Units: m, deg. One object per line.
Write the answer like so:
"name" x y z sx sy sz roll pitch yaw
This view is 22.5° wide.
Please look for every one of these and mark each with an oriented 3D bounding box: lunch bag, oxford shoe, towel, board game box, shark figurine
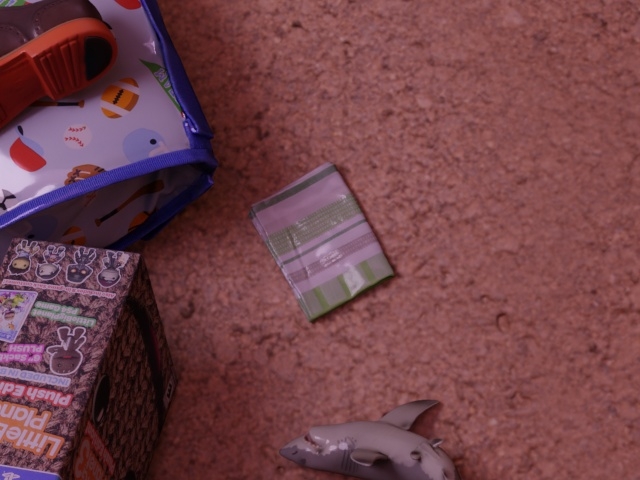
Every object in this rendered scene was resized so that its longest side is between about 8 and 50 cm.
"lunch bag" -0.327 -0.128 1.760 0.385 0.239 0.328 -28 70 10
"oxford shoe" -0.344 -0.171 1.624 0.271 0.097 0.098 -22 54 -12
"towel" 0.000 0.000 1.773 0.113 0.023 0.152 -30 72 3
"board game box" -0.265 0.185 1.615 0.141 0.232 0.291 7 52 12
"shark figurine" 0.096 0.256 1.634 0.166 0.278 0.116 -19 112 -24
